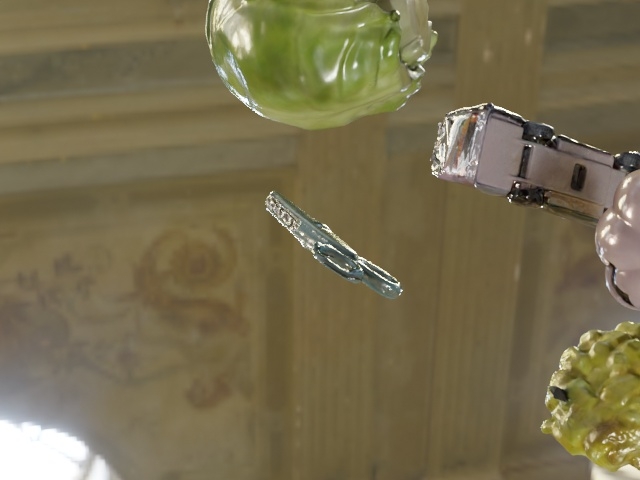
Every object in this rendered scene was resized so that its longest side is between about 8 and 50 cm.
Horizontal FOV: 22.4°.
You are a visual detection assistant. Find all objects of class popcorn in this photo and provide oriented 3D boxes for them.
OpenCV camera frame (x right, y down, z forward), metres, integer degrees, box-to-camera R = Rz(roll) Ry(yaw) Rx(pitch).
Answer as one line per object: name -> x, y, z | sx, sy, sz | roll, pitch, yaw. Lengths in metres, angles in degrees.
popcorn -> 0.323, 0.175, 1.763 | 0.173, 0.174, 0.142 | 14, -176, 18

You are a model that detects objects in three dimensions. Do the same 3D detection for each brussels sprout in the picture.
brussels sprout -> -0.007, -0.361, 2.666 | 0.361, 0.343, 0.425 | -6, -167, 15

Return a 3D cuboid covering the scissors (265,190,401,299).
scissors -> 0.000, 0.000, 2.222 | 0.138, 0.041, 0.289 | 19, -165, -40

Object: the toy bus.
toy bus -> 0.294, -0.079, 2.042 | 0.317, 0.112, 0.138 | 18, 174, -31

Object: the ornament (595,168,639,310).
ornament -> 0.377, 0.000, 1.694 | 0.177, 0.178, 0.177 | 1, -145, 0
